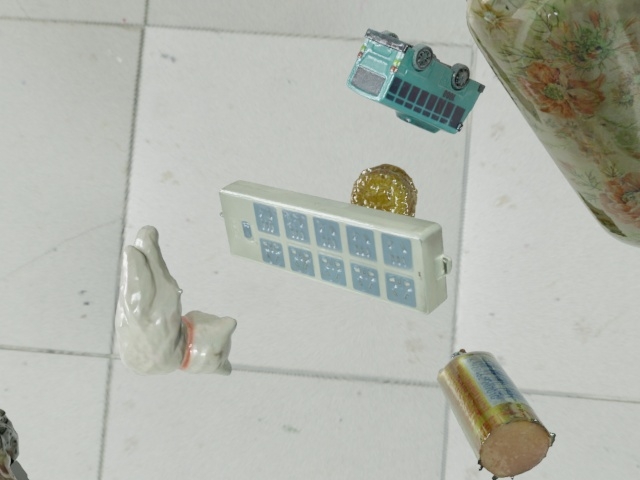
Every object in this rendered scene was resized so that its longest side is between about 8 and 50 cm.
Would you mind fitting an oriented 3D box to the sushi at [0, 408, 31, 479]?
[{"bbox_3d":[-0.253,0.210,0.643,0.069,0.339,0.320,-38,84,3],"label":"sushi"}]

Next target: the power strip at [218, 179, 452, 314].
[{"bbox_3d":[0.000,0.000,1.071,0.367,0.043,0.106,14,123,40],"label":"power strip"}]

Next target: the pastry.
[{"bbox_3d":[0.092,-0.060,1.260,0.109,0.057,0.097,47,116,9],"label":"pastry"}]

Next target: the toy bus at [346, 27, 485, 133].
[{"bbox_3d":[0.117,-0.188,1.040,0.079,0.160,0.092,36,106,44],"label":"toy bus"}]

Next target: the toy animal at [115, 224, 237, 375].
[{"bbox_3d":[-0.252,0.131,1.525,0.188,0.266,0.308,18,106,14],"label":"toy animal"}]

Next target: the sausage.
[{"bbox_3d":[0.277,0.273,1.469,0.117,0.317,0.125,40,100,-21],"label":"sausage"}]

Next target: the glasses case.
[{"bbox_3d":[0.283,-0.122,0.805,0.156,0.425,0.098,-10,52,36],"label":"glasses case"}]
